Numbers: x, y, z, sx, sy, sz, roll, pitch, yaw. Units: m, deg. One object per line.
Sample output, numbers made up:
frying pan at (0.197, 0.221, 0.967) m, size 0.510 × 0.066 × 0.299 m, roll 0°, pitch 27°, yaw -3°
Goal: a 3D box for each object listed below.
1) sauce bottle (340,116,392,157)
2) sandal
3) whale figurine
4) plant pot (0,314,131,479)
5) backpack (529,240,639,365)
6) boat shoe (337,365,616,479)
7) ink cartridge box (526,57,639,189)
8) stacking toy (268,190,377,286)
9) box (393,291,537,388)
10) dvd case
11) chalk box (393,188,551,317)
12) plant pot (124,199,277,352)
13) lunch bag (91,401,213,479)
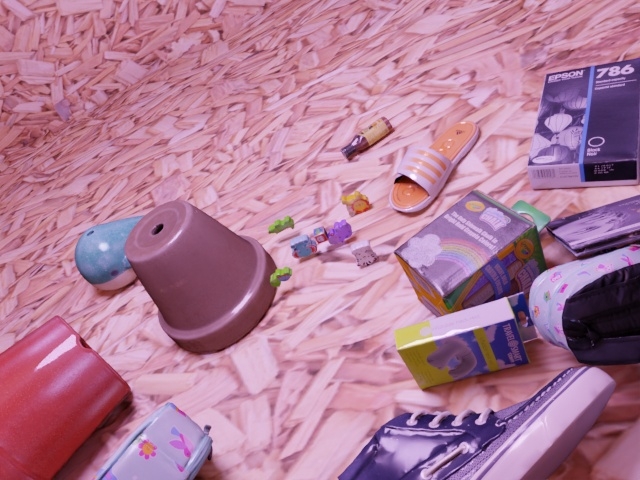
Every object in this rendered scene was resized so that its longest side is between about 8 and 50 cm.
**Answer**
sauce bottle at (0.105, -0.237, 1.193) m, size 0.128 × 0.042 × 0.042 m, roll -35°, pitch 40°, yaw -4°
sandal at (0.217, -0.169, 1.026) m, size 0.102 × 0.076 × 0.265 m, roll 20°, pitch 64°, yaw 44°
whale figurine at (-0.482, -0.005, 1.274) m, size 0.272 × 0.141 × 0.216 m, roll -39°, pitch 40°, yaw -8°
plant pot at (-0.513, 0.297, 0.928) m, size 0.273 × 0.272 × 0.265 m, roll 19°, pitch 54°, yaw 43°
backpack at (0.355, 0.079, 0.627) m, size 0.182 × 0.151 × 0.115 m, roll -16°, pitch 5°, yaw -5°
boat shoe at (0.173, 0.239, 0.612) m, size 0.341 × 0.127 × 0.158 m, roll -41°, pitch 48°, yaw -7°
ink cartridge box at (0.483, -0.232, 0.926) m, size 0.166 × 0.065 × 0.332 m, roll -1°, pitch 49°, yaw 33°
stacking toy at (0.000, 0.000, 1.018) m, size 0.221 × 0.052 × 0.166 m, roll -19°, pitch 41°, yaw 13°
box at (0.203, 0.141, 0.705) m, size 0.179 × 0.109 × 0.042 m, roll -20°, pitch 38°, yaw 16°
dvd case at (0.410, -0.029, 0.706) m, size 0.165 × 0.018 × 0.221 m, roll -18°, pitch 5°, yaw 17°
chalk box at (0.246, 0.024, 0.778) m, size 0.213 × 0.132 × 0.132 m, roll -36°, pitch 39°, yaw -4°
plant pot at (-0.250, 0.051, 1.002) m, size 0.263 × 0.229 × 0.262 m, roll -19°, pitch 43°, yaw 19°
lunch bag at (-0.265, 0.365, 0.722) m, size 0.108 × 0.224 × 0.279 m, roll 37°, pitch 62°, yaw 3°
